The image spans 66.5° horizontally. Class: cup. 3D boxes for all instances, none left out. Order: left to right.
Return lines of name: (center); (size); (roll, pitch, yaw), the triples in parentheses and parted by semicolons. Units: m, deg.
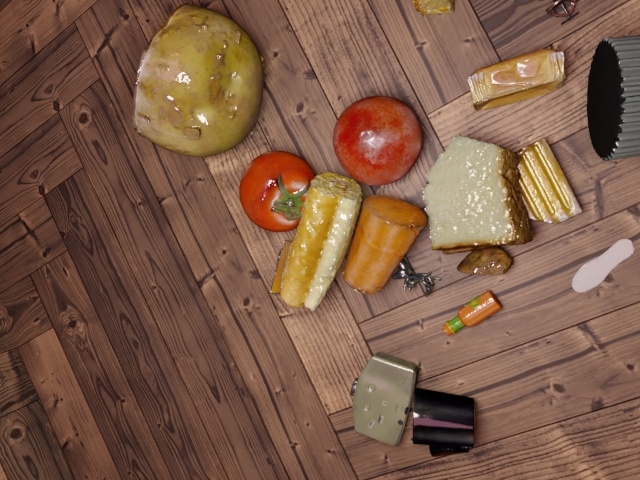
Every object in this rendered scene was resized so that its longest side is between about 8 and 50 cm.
cup: (0.382, 0.564, 1.516); (0.177, 0.239, 0.166); (1, 54, 14)

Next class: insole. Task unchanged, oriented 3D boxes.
insole: (0.789, 0.070, 1.369); (0.065, 0.004, 0.197); (45, 108, 10)

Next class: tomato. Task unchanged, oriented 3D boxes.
tomato: (-0.130, -0.156, 1.542); (0.224, 0.256, 0.255); (45, 111, 43)
tomato: (0.161, -0.291, 1.424); (0.265, 0.265, 0.264); (2, 97, 19)

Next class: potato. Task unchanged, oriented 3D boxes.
potato: (-0.343, -0.468, 1.519); (0.320, 0.385, 0.442); (22, 115, 1)

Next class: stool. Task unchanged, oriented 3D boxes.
stool: (0.852, -0.354, 1.162); (0.330, 0.297, 0.297); (-4, 94, 15)

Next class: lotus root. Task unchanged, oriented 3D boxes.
lotus root: (0.484, 0.056, 1.423); (0.160, 0.135, 0.095); (-6, 93, 7)

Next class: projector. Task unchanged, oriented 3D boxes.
projector: (0.198, 0.504, 1.580); (0.194, 0.088, 0.269); (15, 100, 18)

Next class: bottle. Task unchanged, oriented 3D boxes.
bottle: (0.451, 0.226, 1.472); (0.187, 0.069, 0.069); (-39, 82, 18)

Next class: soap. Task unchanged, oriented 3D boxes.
soap: (0.612, -0.154, 1.371); (0.140, 0.073, 0.232); (-27, 87, 22)

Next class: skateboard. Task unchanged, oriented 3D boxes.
skateboard: (0.685, -0.649, 1.305); (0.151, 0.067, 0.080); (-32, 95, 25)

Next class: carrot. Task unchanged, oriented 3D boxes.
carrot: (0.181, 0.017, 1.422); (0.196, 0.196, 0.254); (25, 118, 15)

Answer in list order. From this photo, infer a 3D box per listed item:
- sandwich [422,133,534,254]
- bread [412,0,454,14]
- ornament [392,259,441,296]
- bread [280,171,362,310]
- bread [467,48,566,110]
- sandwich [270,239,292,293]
sandwich: (0.428, -0.133, 1.364); (0.262, 0.131, 0.325); (-10, 88, 45)
bread: (0.312, -0.786, 1.353); (0.114, 0.185, 0.274); (3, 97, 25)
ornament: (0.289, 0.051, 1.507); (0.202, 0.080, 0.236); (-44, 78, 21)
bread: (0.000, 0.000, 1.446); (0.165, 0.236, 0.375); (19, 111, -1)
bread: (0.531, -0.441, 1.335); (0.241, 0.136, 0.107); (-13, 89, 19)
sandwich: (-0.071, 0.110, 1.648); (0.163, 0.058, 0.192); (19, 99, 16)
